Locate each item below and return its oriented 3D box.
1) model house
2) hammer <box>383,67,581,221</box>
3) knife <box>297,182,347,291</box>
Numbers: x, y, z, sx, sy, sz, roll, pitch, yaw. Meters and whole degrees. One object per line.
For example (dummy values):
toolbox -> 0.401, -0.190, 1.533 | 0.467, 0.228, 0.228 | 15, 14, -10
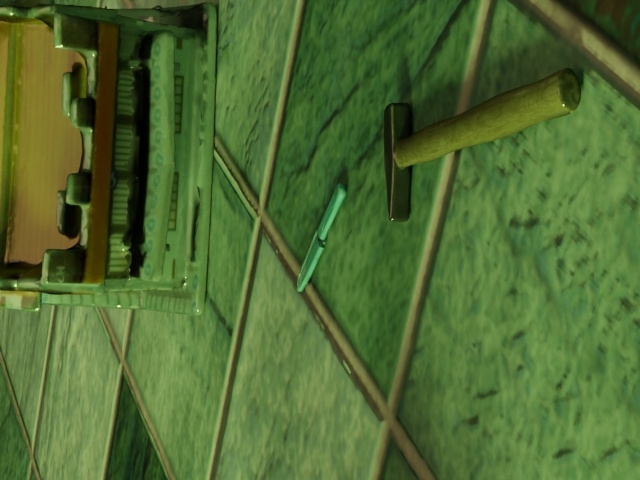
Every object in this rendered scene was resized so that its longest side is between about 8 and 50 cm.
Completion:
model house -> -0.181, -0.062, 1.284 | 0.198, 0.215, 0.224 | 2, 90, 31
hammer -> 0.072, -0.050, 0.888 | 0.199, 0.013, 0.062 | 164, 107, -69
knife -> 0.000, 0.000, 1.086 | 0.091, 0.005, 0.014 | 114, 152, -46
